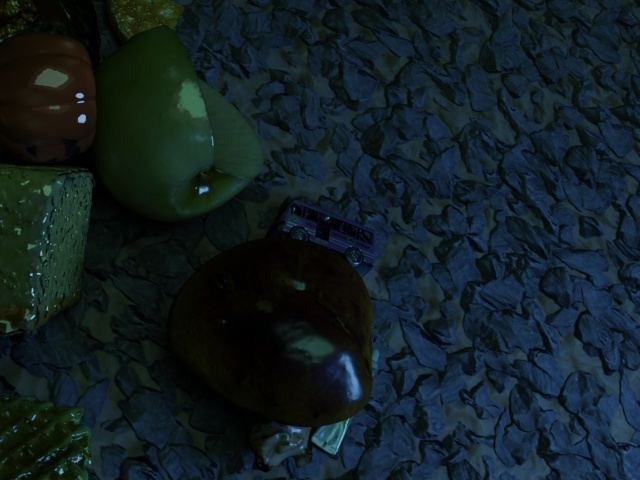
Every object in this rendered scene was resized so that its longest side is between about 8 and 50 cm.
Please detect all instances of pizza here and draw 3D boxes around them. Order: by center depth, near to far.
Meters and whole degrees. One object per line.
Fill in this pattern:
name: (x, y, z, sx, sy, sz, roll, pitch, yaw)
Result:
pizza: (-0.300, -0.375, 1.990, 0.134, 0.046, 0.175, -6, 68, -26)

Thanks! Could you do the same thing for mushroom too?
mushroom: (-0.071, 0.160, 1.750, 0.345, 0.259, 0.345, 10, 35, -7)

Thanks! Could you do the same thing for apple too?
apple: (-0.249, -0.166, 1.784, 0.233, 0.295, 0.257, -36, 70, 3)

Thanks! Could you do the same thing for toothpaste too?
toothpaste: (0.047, 0.252, 1.839, 0.048, 0.029, 0.197, 35, 59, -4)

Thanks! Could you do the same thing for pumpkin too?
pumpkin: (-0.494, -0.323, 1.786, 0.320, 0.192, 0.320, 10, 61, -20)

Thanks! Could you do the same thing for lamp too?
lamp: (-0.398, -0.200, 1.614, 0.164, 0.187, 0.187, -6, 68, -20)

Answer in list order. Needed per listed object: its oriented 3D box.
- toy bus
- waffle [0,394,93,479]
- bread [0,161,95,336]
toy bus: (0.000, 0.000, 1.913, 0.178, 0.087, 0.098, 21, 56, -17)
waffle: (-0.412, 0.295, 1.565, 0.208, 0.054, 0.214, 10, 38, -24)
bread: (-0.495, -0.001, 1.635, 0.315, 0.279, 0.248, 11, 96, 11)
